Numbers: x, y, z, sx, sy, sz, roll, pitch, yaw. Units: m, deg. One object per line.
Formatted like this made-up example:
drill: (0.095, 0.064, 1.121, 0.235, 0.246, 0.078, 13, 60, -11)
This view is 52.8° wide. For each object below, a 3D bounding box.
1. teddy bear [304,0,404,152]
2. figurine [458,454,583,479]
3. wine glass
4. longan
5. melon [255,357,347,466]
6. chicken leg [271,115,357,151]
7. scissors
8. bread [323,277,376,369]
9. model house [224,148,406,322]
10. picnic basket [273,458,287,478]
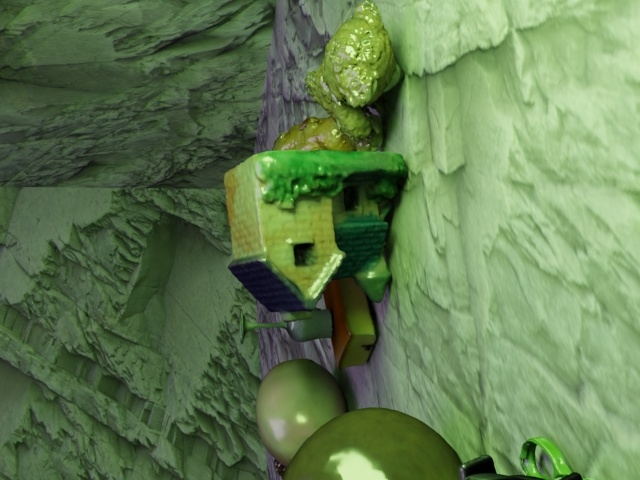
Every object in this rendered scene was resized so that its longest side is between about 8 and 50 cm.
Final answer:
teddy bear: (0.068, -0.309, 1.185, 0.256, 0.156, 0.267, 152, 118, -74)
figurine: (0.194, 0.340, 0.577, 0.143, 0.308, 0.309, 1, -91, -62)
wine glass: (-0.074, 0.181, 1.384, 0.079, 0.195, 0.079, 179, 90, -80)
longan: (0.082, 0.376, 0.878, 0.297, 0.297, 0.297, 180, 90, -78)
melon: (-0.047, 0.416, 1.573, 0.317, 0.223, 0.223, -114, 26, -71)
chicken leg: (-0.001, -0.155, 1.441, 0.295, 0.182, 0.409, -48, 29, 40)
scissors: (0.256, 0.252, 0.625, 0.204, 0.027, 0.101, 141, 124, -74)
bread: (0.049, 0.101, 1.458, 0.138, 0.077, 0.361, 102, 163, -48)
model house: (0.000, 0.000, 1.156, 0.245, 0.312, 0.280, -14, 81, 62)
picnic basket: (-0.040, 0.555, 1.658, 0.055, 0.193, 0.110, -38, 87, 28)
